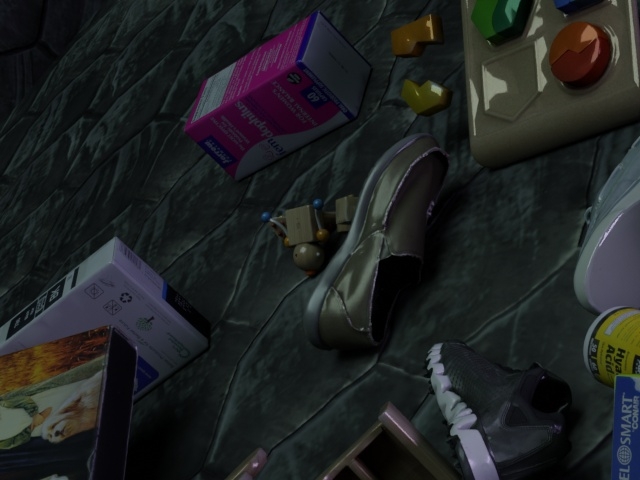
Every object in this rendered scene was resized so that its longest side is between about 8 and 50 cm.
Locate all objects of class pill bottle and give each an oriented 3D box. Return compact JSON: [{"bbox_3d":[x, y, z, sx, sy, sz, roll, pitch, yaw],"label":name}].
[{"bbox_3d":[0.254,0.091,1.017,0.065,0.065,0.116,-51,26,-10],"label":"pill bottle"}]

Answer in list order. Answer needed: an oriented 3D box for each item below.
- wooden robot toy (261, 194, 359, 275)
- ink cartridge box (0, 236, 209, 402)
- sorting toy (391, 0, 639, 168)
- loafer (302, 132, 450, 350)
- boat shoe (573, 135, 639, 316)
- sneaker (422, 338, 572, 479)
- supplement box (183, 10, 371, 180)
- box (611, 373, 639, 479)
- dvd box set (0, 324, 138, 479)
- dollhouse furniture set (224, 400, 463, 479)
[{"bbox_3d":[0.000,0.000,1.545,0.173,0.076,0.079,-12,77,49],"label":"wooden robot toy"},{"bbox_3d":[-0.307,0.152,1.636,0.333,0.165,0.065,-36,27,16],"label":"ink cartridge box"},{"bbox_3d":[0.189,-0.196,1.413,0.307,0.041,0.229,-18,71,43],"label":"sorting toy"},{"bbox_3d":[0.076,0.008,1.390,0.087,0.094,0.251,17,73,34],"label":"loafer"},{"bbox_3d":[0.269,-0.023,1.155,0.227,0.079,0.081,-51,19,-24],"label":"boat shoe"},{"bbox_3d":[0.148,0.133,1.108,0.106,0.078,0.234,-20,16,3],"label":"sneaker"},{"bbox_3d":[-0.058,-0.187,1.814,0.220,0.111,0.114,-26,33,36],"label":"supplement box"},{"bbox_3d":[0.257,0.145,0.911,0.178,0.042,0.109,-3,82,54],"label":"box"},{"bbox_3d":[-0.400,0.274,1.477,0.421,0.062,0.307,-16,48,21],"label":"dvd box set"},{"bbox_3d":[0.025,0.230,1.000,0.161,0.212,0.242,-44,-1,6],"label":"dollhouse furniture set"}]
